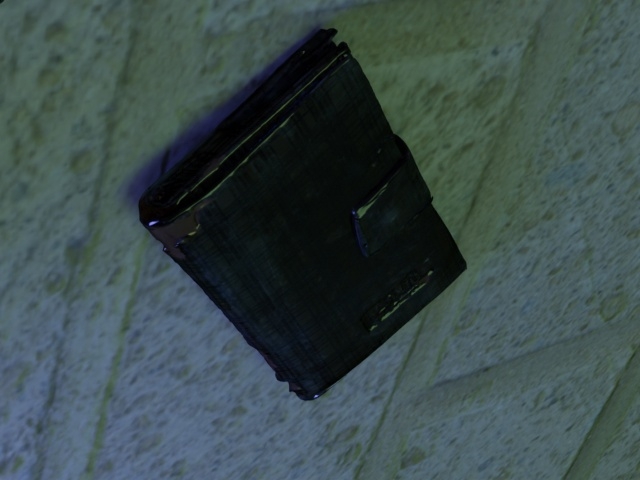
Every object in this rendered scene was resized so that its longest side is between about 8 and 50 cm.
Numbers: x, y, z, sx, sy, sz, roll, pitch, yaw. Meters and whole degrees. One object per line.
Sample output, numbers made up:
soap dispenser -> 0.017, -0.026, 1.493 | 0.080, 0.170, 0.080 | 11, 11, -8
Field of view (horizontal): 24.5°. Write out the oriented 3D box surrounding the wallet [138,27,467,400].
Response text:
wallet -> 0.000, 0.001, 1.000 | 0.169, 0.044, 0.317 | -41, 148, -4

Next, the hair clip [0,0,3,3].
hair clip -> -0.184, -0.104, 0.689 | 0.229, 0.036, 0.066 | -49, 152, -1
